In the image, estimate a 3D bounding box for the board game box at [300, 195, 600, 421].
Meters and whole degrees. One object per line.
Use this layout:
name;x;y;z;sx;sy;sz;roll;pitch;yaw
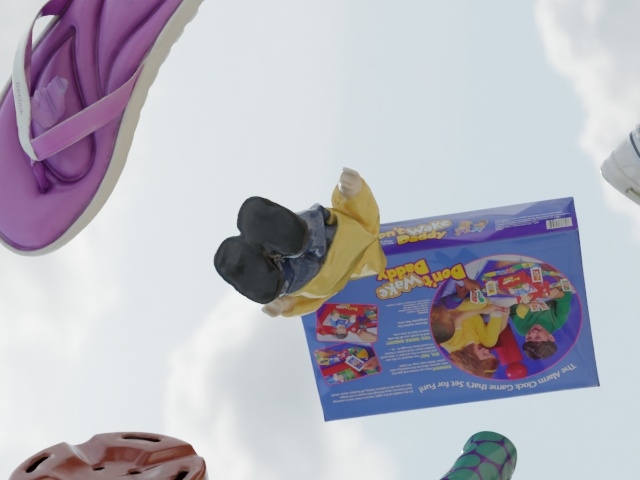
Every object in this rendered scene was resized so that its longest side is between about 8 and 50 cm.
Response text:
board game box;0.153;0.087;2.284;0.078;0.347;0.233;-86;-14;-58

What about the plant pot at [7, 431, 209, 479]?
plant pot;-0.203;0.353;1.900;0.272;0.272;0.265;-39;-51;-60

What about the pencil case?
pencil case;0.165;0.268;2.074;0.151;0.070;0.065;-36;-70;-60

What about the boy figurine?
boy figurine;0.000;0.000;1.969;0.177;0.092;0.285;-62;-18;14

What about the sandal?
sandal;-0.255;-0.180;1.949;0.416;0.169;0.102;-62;-23;9

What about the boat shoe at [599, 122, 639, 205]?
boat shoe;0.347;-0.042;1.779;0.226;0.075;0.083;36;-148;-35
